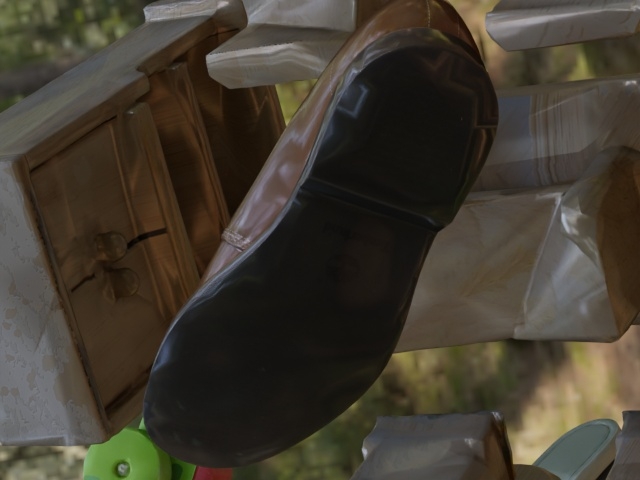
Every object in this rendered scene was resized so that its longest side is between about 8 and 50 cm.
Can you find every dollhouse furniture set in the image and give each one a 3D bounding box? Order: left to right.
[{"bbox_3d":[0.042,-0.025,0.951,0.256,0.394,0.362,-45,-55,-54],"label":"dollhouse furniture set"}]

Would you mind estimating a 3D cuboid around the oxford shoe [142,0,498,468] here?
[{"bbox_3d":[0.000,0.000,0.701,0.076,0.212,0.076,25,-151,-17],"label":"oxford shoe"}]

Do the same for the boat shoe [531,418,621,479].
[{"bbox_3d":[0.146,0.224,1.349,0.068,0.228,0.081,56,163,-17],"label":"boat shoe"}]

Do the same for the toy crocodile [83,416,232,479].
[{"bbox_3d":[-0.133,0.238,1.412,0.340,0.105,0.115,-69,-20,-7],"label":"toy crocodile"}]
